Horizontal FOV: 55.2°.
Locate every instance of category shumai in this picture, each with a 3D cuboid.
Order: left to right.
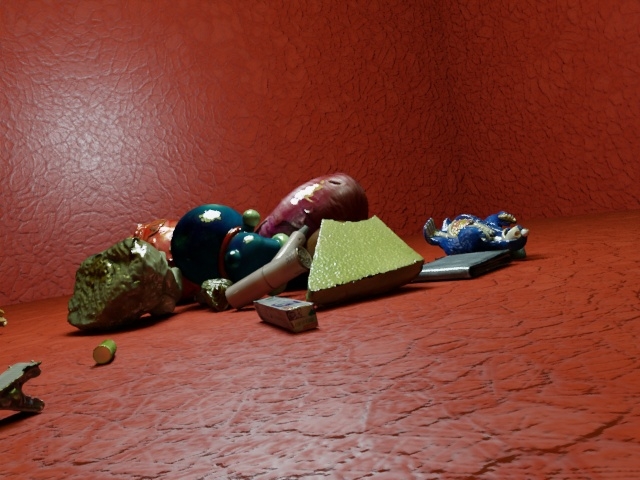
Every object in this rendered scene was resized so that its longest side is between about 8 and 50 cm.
[{"bbox_3d":[-0.402,0.112,1.325,0.256,0.189,0.218,-18,-24,33],"label":"shumai"},{"bbox_3d":[-0.219,0.127,1.317,0.082,0.083,0.080,-37,24,21],"label":"shumai"}]

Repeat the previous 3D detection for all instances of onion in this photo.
[{"bbox_3d":[0.000,0.000,1.579,0.348,0.285,0.347,-37,-19,-15],"label":"onion"}]

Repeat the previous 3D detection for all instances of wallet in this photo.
[{"bbox_3d":[0.296,0.055,1.310,0.167,0.036,0.222,-6,4,39],"label":"wallet"}]

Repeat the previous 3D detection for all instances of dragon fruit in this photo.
[{"bbox_3d":[-0.397,0.054,1.633,0.252,0.240,0.241,-7,2,32],"label":"dragon fruit"}]

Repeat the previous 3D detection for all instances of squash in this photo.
[{"bbox_3d":[-0.316,0.162,0.903,0.028,0.027,0.083,-9,1,-11],"label":"squash"}]

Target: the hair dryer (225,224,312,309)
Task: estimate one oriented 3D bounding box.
[{"bbox_3d":[-0.092,0.037,1.302,0.195,0.053,0.220,-31,19,24],"label":"hair dryer"}]

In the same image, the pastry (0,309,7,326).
[{"bbox_3d":[-0.882,0.195,1.440,0.154,0.102,0.250,4,3,19],"label":"pastry"}]

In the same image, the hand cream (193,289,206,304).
[{"bbox_3d":[-0.239,0.137,1.523,0.165,0.037,0.057,0,-5,-39],"label":"hand cream"}]

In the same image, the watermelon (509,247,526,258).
[{"bbox_3d":[0.471,0.015,1.461,0.061,0.085,0.085,30,-18,-26],"label":"watermelon"}]

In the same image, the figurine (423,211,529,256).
[{"bbox_3d":[0.374,-0.002,1.455,0.164,0.120,0.262,-15,11,-27],"label":"figurine"}]

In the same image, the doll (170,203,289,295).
[{"bbox_3d":[-0.224,0.018,1.425,0.322,0.198,0.186,9,0,39],"label":"doll"}]

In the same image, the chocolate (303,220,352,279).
[{"bbox_3d":[0.034,0.033,1.371,0.177,0.176,0.177,-9,1,0],"label":"chocolate"}]

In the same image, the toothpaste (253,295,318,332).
[{"bbox_3d":[-0.059,0.115,0.972,0.047,0.040,0.196,-14,3,-20],"label":"toothpaste"}]

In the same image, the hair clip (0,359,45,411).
[{"bbox_3d":[-0.365,0.169,0.564,0.140,0.054,0.220,-2,7,34],"label":"hair clip"}]

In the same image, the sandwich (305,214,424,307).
[{"bbox_3d":[0.043,0.032,1.195,0.245,0.063,0.212,-12,37,-25],"label":"sandwich"}]
